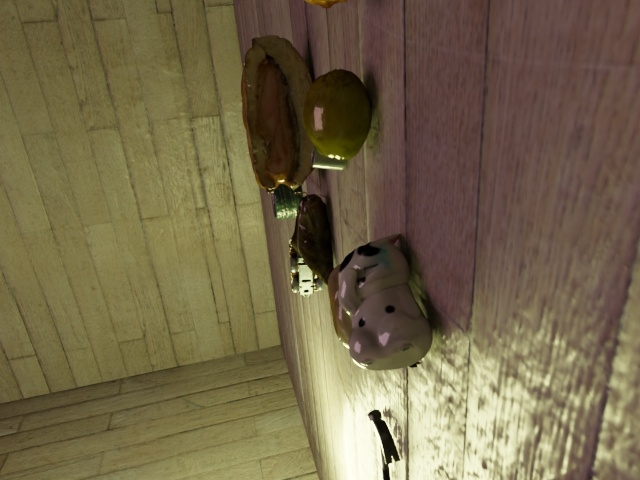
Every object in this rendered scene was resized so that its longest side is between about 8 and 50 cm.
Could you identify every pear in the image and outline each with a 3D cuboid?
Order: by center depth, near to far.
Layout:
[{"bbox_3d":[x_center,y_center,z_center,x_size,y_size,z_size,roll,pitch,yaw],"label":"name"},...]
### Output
[{"bbox_3d":[0.026,-0.186,0.683,0.107,0.107,0.131,-136,47,-72],"label":"pear"}]

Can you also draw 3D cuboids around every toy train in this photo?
[{"bbox_3d":[-0.042,0.067,1.302,0.127,0.090,0.219,-96,4,-50],"label":"toy train"}]

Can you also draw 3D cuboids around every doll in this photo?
[{"bbox_3d":[0.081,0.083,0.618,0.107,0.110,0.180,21,-133,-56],"label":"doll"}]

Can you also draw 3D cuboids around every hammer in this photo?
[{"bbox_3d":[0.131,0.465,0.910,0.103,0.029,0.246,-125,26,-67],"label":"hammer"}]

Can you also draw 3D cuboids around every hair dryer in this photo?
[{"bbox_3d":[0.021,-0.190,0.832,0.038,0.063,0.124,-117,33,-64],"label":"hair dryer"}]

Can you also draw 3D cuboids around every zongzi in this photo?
[{"bbox_3d":[0.000,0.000,1.069,0.184,0.084,0.187,56,153,32],"label":"zongzi"}]

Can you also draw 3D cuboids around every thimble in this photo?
[{"bbox_3d":[-0.109,-0.134,1.438,0.118,0.090,0.135,98,160,-57],"label":"thimble"}]

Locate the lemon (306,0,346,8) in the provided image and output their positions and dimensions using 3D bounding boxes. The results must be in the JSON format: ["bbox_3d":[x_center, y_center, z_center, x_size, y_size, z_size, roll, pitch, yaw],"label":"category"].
[{"bbox_3d":[-0.003,-0.368,0.562,0.142,0.142,0.187,101,150,-62],"label":"lemon"}]

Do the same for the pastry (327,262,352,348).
[{"bbox_3d":[0.062,0.111,0.785,0.156,0.092,0.156,174,90,-86],"label":"pastry"}]

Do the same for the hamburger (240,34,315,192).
[{"bbox_3d":[-0.102,-0.293,1.084,0.209,0.162,0.329,-126,26,-72],"label":"hamburger"}]
